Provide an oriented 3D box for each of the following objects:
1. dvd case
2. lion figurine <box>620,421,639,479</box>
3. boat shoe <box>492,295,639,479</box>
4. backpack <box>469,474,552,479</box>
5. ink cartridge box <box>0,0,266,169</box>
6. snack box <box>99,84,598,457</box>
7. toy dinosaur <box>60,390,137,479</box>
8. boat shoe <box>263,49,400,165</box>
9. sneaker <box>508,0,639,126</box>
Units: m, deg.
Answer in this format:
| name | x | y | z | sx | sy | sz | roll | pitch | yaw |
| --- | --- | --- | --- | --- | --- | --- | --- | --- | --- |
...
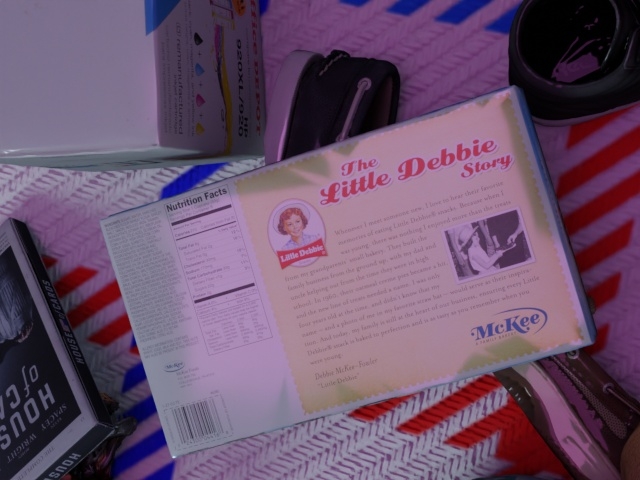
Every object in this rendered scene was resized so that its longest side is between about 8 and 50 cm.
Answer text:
| name | x | y | z | sx | sy | sz | roll | pitch | yaw |
| --- | --- | --- | --- | --- | --- | --- | --- | --- | --- |
| dvd case | -0.282 | 0.122 | 1.095 | 0.179 | 0.029 | 0.238 | -42 | 53 | 14 |
| lion figurine | 0.302 | 0.110 | 0.842 | 0.240 | 0.142 | 0.392 | 31 | 116 | 1 |
| boat shoe | 0.168 | 0.071 | 0.976 | 0.095 | 0.095 | 0.257 | -38 | 87 | 2 |
| backpack | 0.123 | 0.349 | 0.926 | 0.290 | 0.273 | 0.355 | 21 | 86 | 31 |
| ink cartridge box | -0.157 | -0.145 | 0.989 | 0.168 | 0.233 | 0.171 | -2 | 91 | 16 |
| snack box | 0.017 | 0.025 | 0.921 | 0.322 | 0.060 | 0.187 | -17 | 90 | 13 |
| toy dinosaur | -0.234 | 0.296 | 1.092 | 0.218 | 0.164 | 0.322 | 28 | 109 | 29 |
| boat shoe | 0.000 | 0.000 | 1.007 | 0.091 | 0.114 | 0.302 | 8 | 95 | 23 |
| sneaker | 0.263 | -0.165 | 0.898 | 0.296 | 0.147 | 0.104 | -24 | 83 | 16 |
